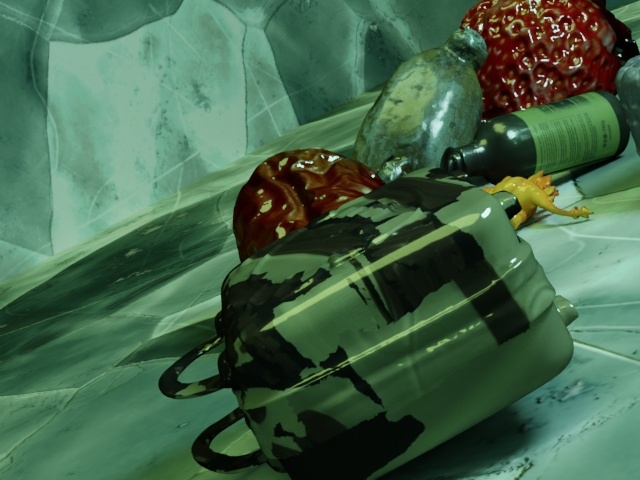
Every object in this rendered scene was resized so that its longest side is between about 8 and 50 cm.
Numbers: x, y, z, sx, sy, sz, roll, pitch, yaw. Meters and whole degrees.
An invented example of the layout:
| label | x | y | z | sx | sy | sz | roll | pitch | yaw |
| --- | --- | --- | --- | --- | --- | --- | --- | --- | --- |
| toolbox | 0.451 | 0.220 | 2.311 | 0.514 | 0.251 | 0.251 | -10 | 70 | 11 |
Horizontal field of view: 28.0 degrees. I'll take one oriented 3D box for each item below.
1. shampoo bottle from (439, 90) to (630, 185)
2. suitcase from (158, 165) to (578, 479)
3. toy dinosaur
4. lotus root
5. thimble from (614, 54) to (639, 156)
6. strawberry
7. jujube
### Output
| label | x | y | z | sx | sy | sz | roll | pitch | yaw |
| --- | --- | --- | --- | --- | --- | --- | --- | --- | --- |
| shampoo bottle | 0.292 | -0.134 | 1.792 | 0.284 | 0.101 | 0.101 | -16 | 8 | -21 |
| suitcase | 0.028 | 0.088 | 1.121 | 0.339 | 0.194 | 0.351 | -29 | 10 | -1 |
| toy dinosaur | 0.252 | -0.052 | 1.687 | 0.288 | 0.070 | 0.117 | -5 | 19 | 44 |
| lotus root | 0.151 | -0.159 | 1.911 | 0.175 | 0.175 | 0.349 | -5 | 55 | 57 |
| thimble | 0.473 | -0.165 | 1.529 | 0.205 | 0.172 | 0.236 | -12 | 17 | 33 |
| strawberry | 0.315 | -0.265 | 2.055 | 0.310 | 0.291 | 0.292 | -20 | 9 | -26 |
| jujube | 0.000 | 0.000 | 1.634 | 0.216 | 0.216 | 0.342 | -24 | 23 | -8 |
